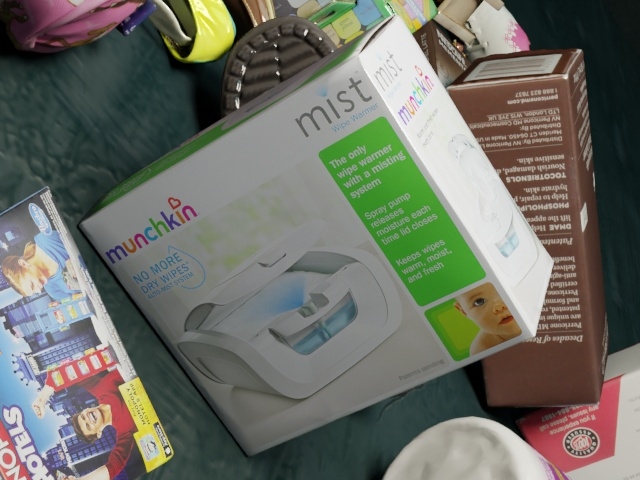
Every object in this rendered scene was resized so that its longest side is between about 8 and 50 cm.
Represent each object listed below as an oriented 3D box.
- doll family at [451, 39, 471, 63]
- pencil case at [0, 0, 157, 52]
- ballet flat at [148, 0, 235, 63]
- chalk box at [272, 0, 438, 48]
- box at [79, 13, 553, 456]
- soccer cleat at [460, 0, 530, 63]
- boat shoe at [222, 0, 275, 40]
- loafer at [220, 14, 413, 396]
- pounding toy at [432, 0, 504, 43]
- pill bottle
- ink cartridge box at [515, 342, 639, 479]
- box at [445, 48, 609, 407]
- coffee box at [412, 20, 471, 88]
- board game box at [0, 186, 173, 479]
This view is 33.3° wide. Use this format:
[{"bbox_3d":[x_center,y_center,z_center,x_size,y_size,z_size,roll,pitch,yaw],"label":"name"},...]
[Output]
[{"bbox_3d":[0.192,-0.252,1.573,0.193,0.076,0.111,35,55,-49],"label":"doll family"},{"bbox_3d":[-0.245,-0.332,0.797,0.386,0.160,0.167,59,28,-6],"label":"pencil case"},{"bbox_3d":[-0.159,-0.264,0.985,0.077,0.077,0.231,-40,104,-46],"label":"ballet flat"},{"bbox_3d":[0.032,-0.268,1.251,0.132,0.132,0.213,58,28,-9],"label":"chalk box"},{"bbox_3d":[0.000,0.000,0.806,0.231,0.262,0.127,57,28,-13],"label":"box"},{"bbox_3d":[0.243,-0.376,1.765,0.143,0.116,0.331,15,49,-35],"label":"soccer cleat"},{"bbox_3d":[-0.101,-0.267,1.106,0.060,0.064,0.178,-18,79,-32],"label":"boat shoe"},{"bbox_3d":[0.003,-0.030,1.019,0.130,0.134,0.365,-24,97,-86],"label":"loafer"},{"bbox_3d":[0.188,-0.421,1.588,0.154,0.155,0.269,31,20,-27],"label":"pounding toy"},{"bbox_3d":[0.194,0.296,0.977,0.301,0.169,0.169,40,34,-36],"label":"pill bottle"},{"bbox_3d":[0.459,0.316,1.301,0.384,0.279,0.160,63,25,1],"label":"ink cartridge box"},{"bbox_3d":[0.248,-0.016,1.244,0.191,0.143,0.381,-47,132,-64],"label":"box"},{"bbox_3d":[0.180,-0.162,1.445,0.246,0.098,0.141,39,35,-39],"label":"coffee box"},{"bbox_3d":[-0.197,0.077,0.614,0.194,0.060,0.194,-19,83,-62],"label":"board game box"}]
